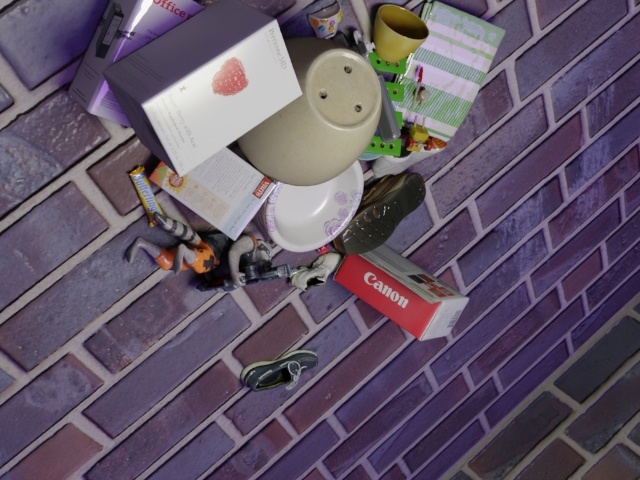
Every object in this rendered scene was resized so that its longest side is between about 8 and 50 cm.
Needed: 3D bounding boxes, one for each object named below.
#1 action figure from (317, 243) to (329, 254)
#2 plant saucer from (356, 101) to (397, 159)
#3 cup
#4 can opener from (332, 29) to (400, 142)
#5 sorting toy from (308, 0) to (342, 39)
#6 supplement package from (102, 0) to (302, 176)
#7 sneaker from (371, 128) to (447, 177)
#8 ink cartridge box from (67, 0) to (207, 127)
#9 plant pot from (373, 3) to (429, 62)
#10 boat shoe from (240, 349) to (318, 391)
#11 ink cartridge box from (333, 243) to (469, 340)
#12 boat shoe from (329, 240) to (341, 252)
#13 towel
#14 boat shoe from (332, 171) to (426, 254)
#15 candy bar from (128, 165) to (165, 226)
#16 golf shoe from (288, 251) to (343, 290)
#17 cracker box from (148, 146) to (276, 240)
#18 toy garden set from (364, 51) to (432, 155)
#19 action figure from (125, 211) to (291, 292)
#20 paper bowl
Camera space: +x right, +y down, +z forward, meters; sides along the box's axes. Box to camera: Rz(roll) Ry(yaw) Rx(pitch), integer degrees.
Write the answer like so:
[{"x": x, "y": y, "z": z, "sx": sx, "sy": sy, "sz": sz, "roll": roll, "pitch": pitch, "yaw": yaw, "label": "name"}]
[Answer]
[{"x": 0.000, "y": 0.000, "z": 2.122, "sx": 0.038, "sy": 0.030, "sz": 0.115, "roll": -30, "pitch": 135, "yaw": -14, "label": "action figure"}, {"x": 0.107, "y": -0.299, "z": 1.966, "sx": 0.195, "sy": 0.037, "sz": 0.194, "roll": -4, "pitch": 98, "yaw": -29, "label": "plant saucer"}, {"x": -0.001, "y": -0.293, "z": 1.661, "sx": 0.331, "sy": 0.237, "sz": 0.331, "roll": 2, "pitch": 85, "yaw": -24, "label": "cup"}, {"x": 0.115, "y": -0.365, "z": 1.866, "sx": 0.093, "sy": 0.074, "sz": 0.280, "roll": -20, "pitch": 100, "yaw": 19, "label": "can opener"}, {"x": 0.017, "y": -0.493, "z": 1.794, "sx": 0.083, "sy": 0.045, "sz": 0.075, "roll": -31, "pitch": 153, "yaw": -20, "label": "sorting toy"}, {"x": -0.215, "y": -0.293, "z": 1.464, "sx": 0.293, "sy": 0.175, "sz": 0.177, "roll": -37, "pitch": 136, "yaw": -15, "label": "supplement package"}, {"x": 0.230, "y": -0.238, "z": 2.118, "sx": 0.262, "sy": 0.099, "sz": 0.121, "roll": -18, "pitch": 156, "yaw": -41, "label": "sneaker"}, {"x": -0.334, "y": -0.359, "z": 1.534, "sx": 0.198, "sy": 0.115, "sz": 0.272, "roll": 17, "pitch": 107, "yaw": -46, "label": "ink cartridge box"}, {"x": 0.178, "y": -0.484, "z": 1.875, "sx": 0.134, "sy": 0.134, "sz": 0.095, "roll": -9, "pitch": 145, "yaw": -35, "label": "plant pot"}, {"x": -0.104, "y": 0.380, "z": 2.261, "sx": 0.255, "sy": 0.079, "sz": 0.095, "roll": -4, "pitch": 120, "yaw": -38, "label": "boat shoe"}, {"x": 0.205, "y": 0.133, "z": 2.132, "sx": 0.272, "sy": 0.309, "sz": 0.130, "roll": 4, "pitch": 116, "yaw": -59, "label": "ink cartridge box"}, {"x": 0.050, "y": -0.050, "z": 2.107, "sx": 0.072, "sy": 0.068, "sz": 0.190, "roll": -46, "pitch": 141, "yaw": -28, "label": "boat shoe"}, {"x": 0.313, "y": -0.433, "z": 2.033, "sx": 0.248, "sy": 0.038, "sz": 0.324, "roll": 14, "pitch": 108, "yaw": -27, "label": "towel"}, {"x": 0.145, "y": -0.077, "z": 2.098, "sx": 0.324, "sy": 0.120, "sz": 0.122, "roll": -37, "pitch": 126, "yaw": -30, "label": "boat shoe"}, {"x": -0.386, "y": -0.098, "z": 1.744, "sx": 0.040, "sy": 0.018, "sz": 0.161, "roll": -32, "pitch": 135, "yaw": -19, "label": "candy bar"}, {"x": 0.001, "y": 0.094, "z": 2.147, "sx": 0.176, "sy": 0.086, "sz": 0.069, "roll": -26, "pitch": 130, "yaw": -26, "label": "golf shoe"}, {"x": -0.235, "y": -0.130, "z": 1.722, "sx": 0.232, "sy": 0.067, "sz": 0.155, "roll": 37, "pitch": 93, "yaw": -8, "label": "cracker box"}, {"x": 0.190, "y": -0.333, "z": 1.962, "sx": 0.204, "sy": 0.049, "sz": 0.244, "roll": 3, "pitch": 93, "yaw": -27, "label": "toy garden set"}, {"x": -0.224, "y": 0.026, "z": 1.810, "sx": 0.330, "sy": 0.341, "sz": 0.178, "roll": 2, "pitch": 81, "yaw": -47, "label": "action figure"}, {"x": -0.046, "y": -0.126, "z": 1.910, "sx": 0.284, "sy": 0.148, "sz": 0.284, "roll": -21, "pitch": 129, "yaw": -28, "label": "paper bowl"}]
